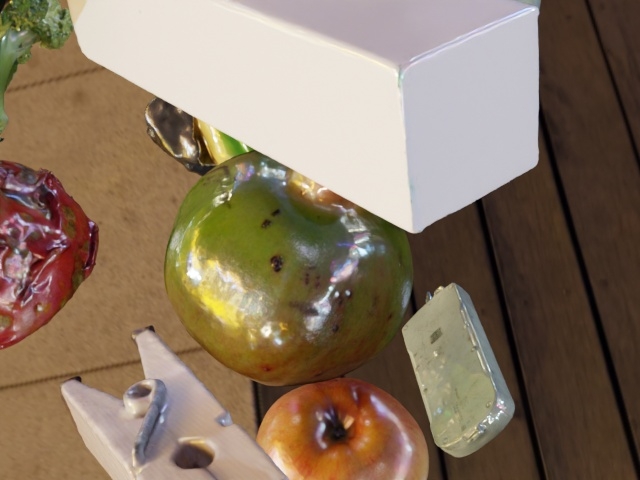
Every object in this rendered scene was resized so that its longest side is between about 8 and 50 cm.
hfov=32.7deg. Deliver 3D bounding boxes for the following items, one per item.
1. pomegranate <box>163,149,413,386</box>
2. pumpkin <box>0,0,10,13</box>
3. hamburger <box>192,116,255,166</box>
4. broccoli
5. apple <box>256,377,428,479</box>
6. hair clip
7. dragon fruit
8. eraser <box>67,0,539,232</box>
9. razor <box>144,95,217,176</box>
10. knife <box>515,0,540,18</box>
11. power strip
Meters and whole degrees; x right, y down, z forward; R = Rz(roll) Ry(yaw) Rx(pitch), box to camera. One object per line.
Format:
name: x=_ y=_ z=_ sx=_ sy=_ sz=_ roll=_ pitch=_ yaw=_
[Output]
pomegranate: x=-0.012 y=-0.002 z=0.766 sx=0.180 sy=0.180 sz=0.209 roll=44 pitch=123 yaw=26
pumpkin: x=-0.287 y=-0.231 z=0.676 sx=0.263 sy=0.197 sz=0.293 roll=46 pitch=60 yaw=-11
hamburger: x=-0.006 y=-0.140 z=1.058 sx=0.149 sy=0.237 sz=0.237 roll=-28 pitch=53 yaw=47
broccoli: x=-0.431 y=-0.293 z=1.527 sx=0.186 sy=0.254 sz=0.302 roll=-3 pitch=48 yaw=-31
apple: x=0.024 y=0.261 z=1.296 sx=0.209 sy=0.164 sz=0.209 roll=2 pitch=47 yaw=-2
hair clip: x=-0.117 y=0.158 z=0.841 sx=0.101 sy=0.085 sz=0.331 roll=-22 pitch=18 yaw=-20
dragon fruit: x=-0.365 y=-0.001 z=1.238 sx=0.134 sy=0.211 sz=0.262 roll=17 pitch=59 yaw=29
eraser: x=-0.027 y=-0.101 z=0.541 sx=0.078 sy=0.076 sz=0.298 roll=-27 pitch=37 yaw=-27
razor: x=-0.060 y=-0.214 z=1.257 sx=0.327 sy=0.189 sz=0.107 roll=-44 pitch=83 yaw=7
knife: x=0.146 y=-0.171 z=0.842 sx=0.044 sy=0.162 sz=0.023 roll=23 pitch=53 yaw=20
power strip: x=0.129 y=0.119 z=1.059 sx=0.080 sy=0.029 sz=0.227 roll=-44 pitch=28 yaw=19
